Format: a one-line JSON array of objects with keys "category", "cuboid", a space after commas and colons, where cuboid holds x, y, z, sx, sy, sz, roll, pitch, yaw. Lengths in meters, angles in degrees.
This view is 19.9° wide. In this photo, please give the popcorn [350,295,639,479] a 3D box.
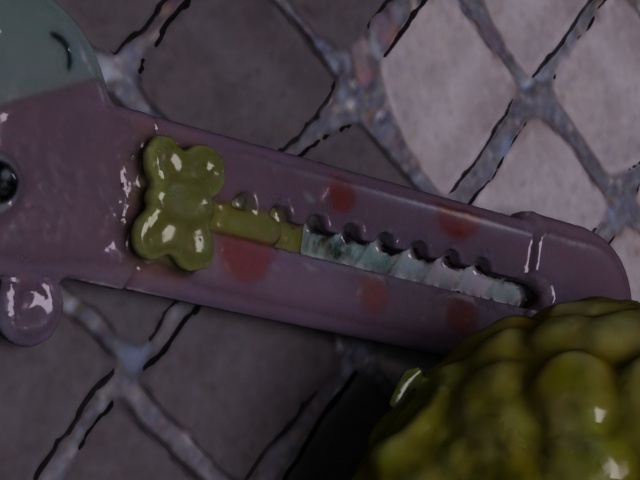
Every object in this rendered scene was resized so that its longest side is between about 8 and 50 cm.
[{"category": "popcorn", "cuboid": [0.114, 0.134, 0.738, 0.251, 0.205, 0.237, -46, 114, -41]}]

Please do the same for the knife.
[{"category": "knife", "cuboid": [0.001, 0.000, 0.752, 0.398, 0.038, 0.132, 15, 82, -39]}]
